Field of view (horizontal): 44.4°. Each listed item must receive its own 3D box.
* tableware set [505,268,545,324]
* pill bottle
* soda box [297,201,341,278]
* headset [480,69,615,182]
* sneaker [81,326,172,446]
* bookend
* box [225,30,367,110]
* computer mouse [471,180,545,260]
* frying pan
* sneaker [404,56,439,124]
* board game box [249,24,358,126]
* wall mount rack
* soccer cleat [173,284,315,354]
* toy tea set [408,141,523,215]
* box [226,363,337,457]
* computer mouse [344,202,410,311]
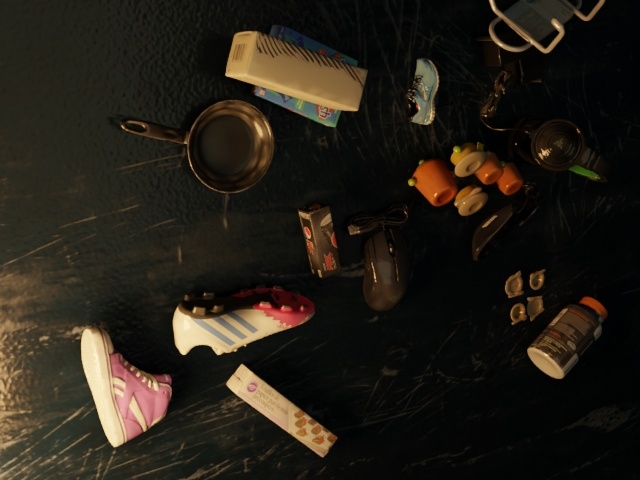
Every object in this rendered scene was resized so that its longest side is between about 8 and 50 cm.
[{"bbox_3d":[0.590,0.160,2.247,0.141,0.020,0.168,-17,110,-27],"label":"tableware set"},{"bbox_3d":[0.732,0.277,2.295,0.246,0.130,0.130,-43,120,-15],"label":"pill bottle"},{"bbox_3d":[0.000,0.000,1.835,0.060,0.053,0.168,-22,113,-25],"label":"soda box"},{"bbox_3d":[0.585,-0.277,2.012,0.394,0.243,0.185,23,96,-18],"label":"headset"},{"bbox_3d":[-0.400,0.280,1.644,0.161,0.102,0.282,-23,123,-28],"label":"sneaker"},{"bbox_3d":[0.483,-0.461,2.000,0.156,0.072,0.157,-23,112,-25],"label":"bookend"},{"bbox_3d":[-0.048,-0.349,1.631,0.275,0.113,0.094,11,95,-33],"label":"box"},{"bbox_3d":[0.497,-0.054,2.112,0.262,0.060,0.184,-52,154,11],"label":"computer mouse"},{"bbox_3d":[-0.249,-0.185,1.642,0.326,0.053,0.197,-15,109,-25],"label":"frying pan"},{"bbox_3d":[0.240,-0.359,1.886,0.073,0.063,0.162,-6,105,-26],"label":"sneaker"},{"bbox_3d":[-0.034,-0.360,1.729,0.210,0.047,0.160,17,93,-33],"label":"board game box"},{"bbox_3d":[0.523,-0.626,1.933,0.304,0.130,0.350,45,59,10],"label":"wall mount rack"},{"bbox_3d":[-0.174,0.184,1.755,0.331,0.116,0.143,0,118,-29],"label":"soccer cleat"},{"bbox_3d":[0.371,-0.171,1.985,0.200,0.124,0.336,-44,147,24],"label":"toy tea set"},{"bbox_3d":[-0.088,0.411,1.876,0.324,0.067,0.063,44,78,-32],"label":"box"},{"bbox_3d":[0.162,0.056,1.934,0.189,0.072,0.272,-16,109,-28],"label":"computer mouse"}]
